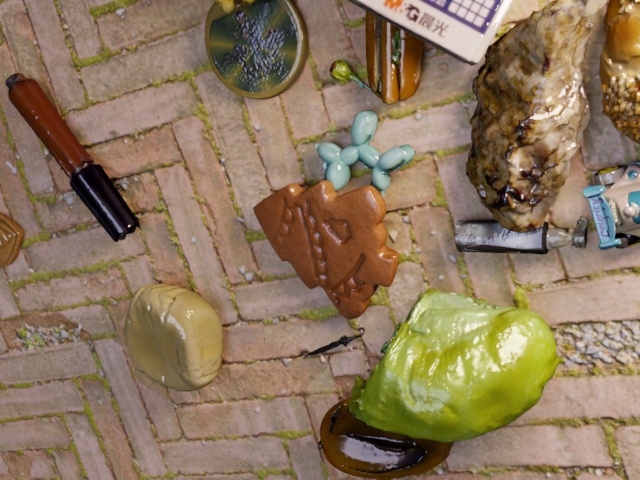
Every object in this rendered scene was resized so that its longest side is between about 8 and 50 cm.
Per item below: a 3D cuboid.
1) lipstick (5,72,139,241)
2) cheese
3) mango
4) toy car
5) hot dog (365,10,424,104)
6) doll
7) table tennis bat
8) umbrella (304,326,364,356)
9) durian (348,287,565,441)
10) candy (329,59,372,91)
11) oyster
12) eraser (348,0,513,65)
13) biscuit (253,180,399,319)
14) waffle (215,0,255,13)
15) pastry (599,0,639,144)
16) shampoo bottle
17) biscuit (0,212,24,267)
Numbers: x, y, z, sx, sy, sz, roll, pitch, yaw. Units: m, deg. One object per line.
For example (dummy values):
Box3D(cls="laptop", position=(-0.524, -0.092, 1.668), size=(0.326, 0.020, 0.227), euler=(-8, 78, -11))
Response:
Box3D(cls="lipstick", position=(-0.517, -0.177, 1.691), size=(0.077, 0.077, 0.418), euler=(-42, 82, 29))
Box3D(cls="cheese", position=(-0.306, 0.200, 1.667), size=(0.214, 0.117, 0.226), euler=(11, 113, 30))
Box3D(cls="mango", position=(0.120, 0.356, 1.481), size=(0.249, 0.151, 0.156), euler=(-7, 59, 19))
Box3D(cls="toy car", position=(0.480, -0.051, 1.209), size=(0.161, 0.098, 0.126), euler=(-12, 100, 38))
Box3D(cls="hot dog", position=(0.118, -0.349, 1.332), size=(0.100, 0.068, 0.249), euler=(4, 105, 26))
Box3D(cls="doll", position=(0.066, -0.143, 1.418), size=(0.159, 0.059, 0.158), euler=(38, 116, 11))
Box3D(cls="table tennis bat", position=(-0.133, -0.411, 1.458), size=(0.198, 0.050, 0.320), euler=(-13, 100, 26))
Box3D(cls="umbrella", position=(0.025, 0.200, 1.554), size=(0.149, 0.022, 0.022), euler=(-31, 47, 30))
Box3D(cls="durian", position=(0.219, 0.210, 1.350), size=(0.340, 0.204, 0.255), euler=(11, 81, 22))
Box3D(cls="candy", position=(0.069, -0.268, 1.405), size=(0.123, 0.035, 0.035), euler=(34, 105, 4))
Box3D(cls="oyster", position=(0.294, -0.212, 1.235), size=(0.204, 0.111, 0.396), euler=(33, 126, 38))
Box3D(cls="eraser", position=(0.145, -0.386, 1.248), size=(0.279, 0.081, 0.124), euler=(28, 100, -2))
Box3D(cls="biscuit", position=(0.000, 0.000, 1.467), size=(0.306, 0.043, 0.283), euler=(24, 129, 26))
Box3D(cls="waffle", position=(-0.137, -0.541, 1.370), size=(0.283, 0.065, 0.309), euler=(17, 100, 6))
Box3D(cls="pastry", position=(0.500, -0.262, 1.100), size=(0.255, 0.162, 0.310), euler=(11, 104, 36))
Box3D(cls="shampoo bottle", position=(0.326, -0.009, 1.327), size=(0.208, 0.057, 0.063), euler=(1, 94, 24))
Box3D(cls="biscuit", position=(-0.770, 0.002, 1.891), size=(0.221, 0.029, 0.141), euler=(-16, 96, 29))
